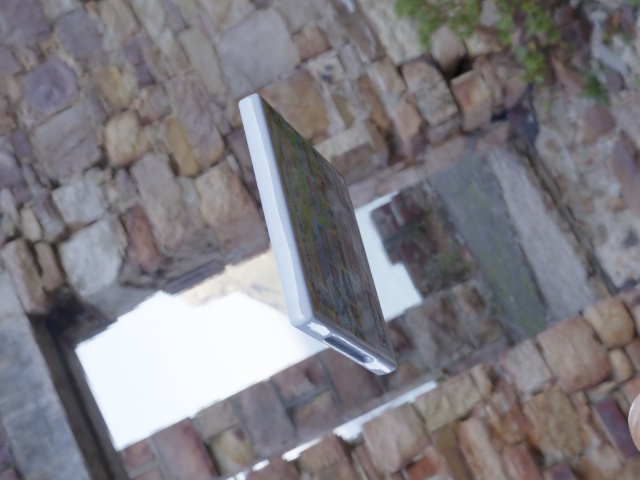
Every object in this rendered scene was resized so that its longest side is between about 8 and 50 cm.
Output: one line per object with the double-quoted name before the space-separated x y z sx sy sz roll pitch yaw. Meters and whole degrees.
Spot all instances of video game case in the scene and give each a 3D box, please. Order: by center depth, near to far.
"video game case" 0.000 0.000 0.936 0.206 0.026 0.226 39 -147 -59

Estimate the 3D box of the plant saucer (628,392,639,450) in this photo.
"plant saucer" 0.327 0.138 0.715 0.200 0.200 0.037 69 -159 -50
